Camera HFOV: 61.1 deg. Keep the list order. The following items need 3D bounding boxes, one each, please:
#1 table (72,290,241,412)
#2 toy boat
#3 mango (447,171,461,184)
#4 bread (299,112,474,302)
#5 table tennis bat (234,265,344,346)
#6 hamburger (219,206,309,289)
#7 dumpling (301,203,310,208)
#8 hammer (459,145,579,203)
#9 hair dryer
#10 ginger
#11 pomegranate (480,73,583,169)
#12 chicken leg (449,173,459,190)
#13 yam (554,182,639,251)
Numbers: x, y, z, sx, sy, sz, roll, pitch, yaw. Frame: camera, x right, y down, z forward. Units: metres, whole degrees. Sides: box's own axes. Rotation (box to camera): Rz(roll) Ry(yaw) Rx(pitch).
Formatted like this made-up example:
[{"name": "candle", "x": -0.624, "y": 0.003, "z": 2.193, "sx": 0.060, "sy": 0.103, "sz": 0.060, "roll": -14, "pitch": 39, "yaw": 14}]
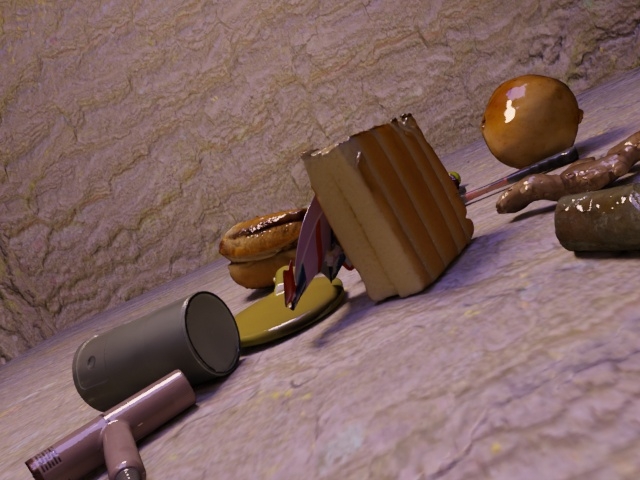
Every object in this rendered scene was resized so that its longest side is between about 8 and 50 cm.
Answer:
[{"name": "table", "x": -0.242, "y": 0.169, "z": 0.808, "sx": 0.220, "sy": 0.126, "sz": 0.126, "roll": -24, "pitch": 6, "yaw": 22}, {"name": "toy boat", "x": 0.004, "y": -0.029, "z": 0.848, "sx": 0.072, "sy": 0.218, "sz": 0.318, "roll": 4, "pitch": 10, "yaw": 25}, {"name": "mango", "x": 0.357, "y": -0.164, "z": 1.539, "sx": 0.074, "sy": 0.056, "sz": 0.108, "roll": -21, "pitch": 3, "yaw": -11}, {"name": "bread", "x": 0.112, "y": -0.065, "z": 0.826, "sx": 0.111, "sy": 0.245, "sz": 0.239, "roll": -26, "pitch": 4, "yaw": 39}, {"name": "table tennis bat", "x": -0.067, "y": 0.109, "z": 0.985, "sx": 0.224, "sy": 0.054, "sz": 0.368, "roll": -22, "pitch": 10, "yaw": 2}, {"name": "hamburger", "x": -0.090, "y": 0.003, "z": 1.355, "sx": 0.285, "sy": 0.174, "sz": 0.304, "roll": -21, "pitch": 7, "yaw": 21}, {"name": "dumpling", "x": -0.012, "y": -0.050, "z": 1.835, "sx": 0.219, "sy": 0.152, "sz": 0.108, "roll": -14, "pitch": -28, "yaw": -45}, {"name": "hammer", "x": 0.414, "y": -0.133, "z": 1.181, "sx": 0.288, "sy": 0.033, "sz": 0.111, "roll": -23, "pitch": 8, "yaw": 19}, {"name": "hair dryer", "x": -0.196, "y": 0.214, "z": 0.586, "sx": 0.195, "sy": 0.053, "sz": 0.220, "roll": -29, "pitch": 8, "yaw": -36}, {"name": "ginger", "x": 0.407, "y": -0.101, "z": 0.854, "sx": 0.259, "sy": 0.065, "sz": 0.149, "roll": -28, "pitch": -9, "yaw": 31}, {"name": "pomegranate", "x": 0.478, "y": -0.273, "z": 1.247, "sx": 0.233, "sy": 0.233, "sz": 0.233, "roll": -25, "pitch": 6, "yaw": 3}, {"name": "chicken leg", "x": 0.208, "y": -0.083, "z": 1.399, "sx": 0.323, "sy": 0.082, "sz": 0.177, "roll": -17, "pitch": 25, "yaw": 37}, {"name": "yam", "x": 0.300, "y": -0.023, "z": 0.555, "sx": 0.070, "sy": 0.069, "sz": 0.146, "roll": -27, "pitch": 5, "yaw": -18}]
